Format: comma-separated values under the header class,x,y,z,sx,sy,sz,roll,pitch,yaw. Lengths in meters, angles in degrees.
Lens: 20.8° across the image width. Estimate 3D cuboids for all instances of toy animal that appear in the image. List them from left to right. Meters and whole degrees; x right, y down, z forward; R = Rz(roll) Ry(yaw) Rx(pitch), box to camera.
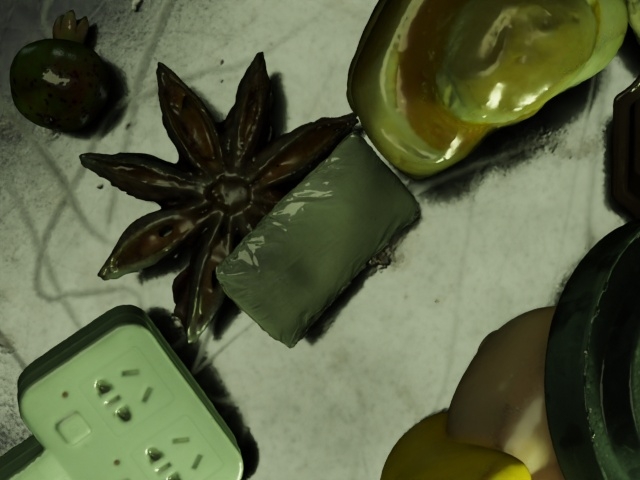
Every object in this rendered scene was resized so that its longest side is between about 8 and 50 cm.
class,x,y,z,sx,sy,sz,roll,pitch,yaw
toy animal,0.216,0.255,1.827,0.247,0.277,0.345,39,59,-10

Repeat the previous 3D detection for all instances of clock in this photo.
class,x,y,z,sx,sy,sz,roll,pitch,yaw
clock,0.388,0.152,1.762,0.386,0.076,0.386,6,79,-33

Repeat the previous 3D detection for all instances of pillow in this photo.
class,x,y,z,sx,sy,sz,roll,pitch,yaw
pillow,0.000,0.000,1.847,0.229,0.051,0.128,-45,115,-14

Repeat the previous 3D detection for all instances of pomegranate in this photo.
class,x,y,z,sx,sy,sz,roll,pitch,yaw
pomegranate,-0.287,-0.190,1.949,0.114,0.114,0.142,5,62,6

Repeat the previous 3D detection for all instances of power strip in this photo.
class,x,y,z,sx,sy,sz,roll,pitch,yaw
power strip,-0.247,0.224,1.908,0.261,0.141,0.229,-35,107,0

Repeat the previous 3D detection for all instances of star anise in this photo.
class,x,y,z,sx,sy,sz,roll,pitch,yaw
star anise,-0.103,-0.045,1.909,0.331,0.117,0.332,0,84,-3

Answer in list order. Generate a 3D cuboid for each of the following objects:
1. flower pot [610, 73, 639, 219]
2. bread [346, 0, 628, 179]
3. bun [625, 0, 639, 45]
class,x,y,z,sx,sy,sz,roll,pitch,yaw
flower pot,0.434,-0.108,1.859,0.250,0.084,0.179,0,107,5
bread,0.153,-0.207,1.782,0.300,0.341,0.210,-34,92,8
bun,0.375,-0.296,1.823,0.134,0.220,0.220,17,89,-11
